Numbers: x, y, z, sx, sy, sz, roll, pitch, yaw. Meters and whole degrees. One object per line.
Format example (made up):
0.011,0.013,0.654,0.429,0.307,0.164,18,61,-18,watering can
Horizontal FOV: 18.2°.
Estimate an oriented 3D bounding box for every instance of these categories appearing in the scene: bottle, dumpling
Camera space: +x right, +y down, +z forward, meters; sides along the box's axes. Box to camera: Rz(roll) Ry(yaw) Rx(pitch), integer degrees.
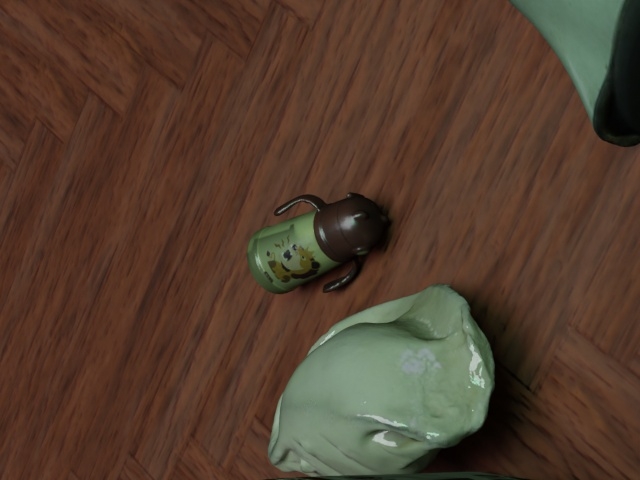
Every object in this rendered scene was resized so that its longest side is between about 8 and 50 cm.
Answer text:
-0.001,-0.001,1.307,0.101,0.063,0.047,-23,41,40,bottle
0.035,0.082,1.230,0.169,0.100,0.134,-46,21,61,dumpling

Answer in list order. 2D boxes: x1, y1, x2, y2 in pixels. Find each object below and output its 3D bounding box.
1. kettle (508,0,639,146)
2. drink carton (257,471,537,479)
0.180,-0.282,1.046,0.361,0.250,0.377,-40,57,3,kettle
0.128,0.203,1.046,0.324,0.194,0.132,6,92,46,drink carton
